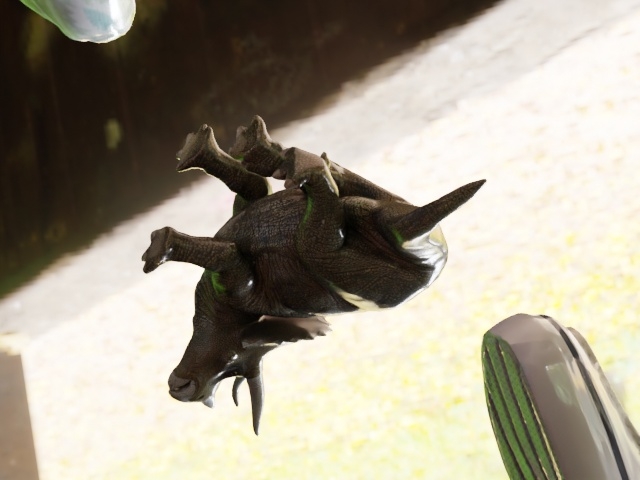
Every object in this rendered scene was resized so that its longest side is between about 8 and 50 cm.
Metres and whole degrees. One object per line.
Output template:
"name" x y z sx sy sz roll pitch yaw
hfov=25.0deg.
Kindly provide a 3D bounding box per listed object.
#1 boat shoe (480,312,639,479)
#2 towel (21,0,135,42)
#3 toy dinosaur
"boat shoe" 0.135 0.119 0.605 0.076 0.226 0.083 -26 -158 -10
"towel" -0.271 -0.320 0.900 0.090 0.374 0.320 -45 161 -13
"toy dinosaur" 0.000 0.000 0.880 0.160 0.121 0.314 33 138 -32
